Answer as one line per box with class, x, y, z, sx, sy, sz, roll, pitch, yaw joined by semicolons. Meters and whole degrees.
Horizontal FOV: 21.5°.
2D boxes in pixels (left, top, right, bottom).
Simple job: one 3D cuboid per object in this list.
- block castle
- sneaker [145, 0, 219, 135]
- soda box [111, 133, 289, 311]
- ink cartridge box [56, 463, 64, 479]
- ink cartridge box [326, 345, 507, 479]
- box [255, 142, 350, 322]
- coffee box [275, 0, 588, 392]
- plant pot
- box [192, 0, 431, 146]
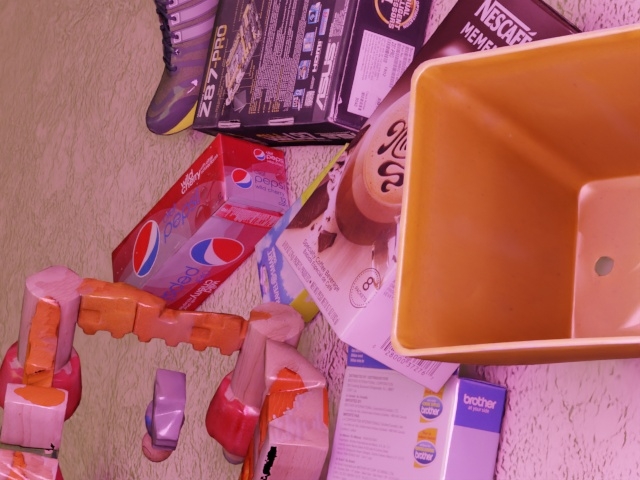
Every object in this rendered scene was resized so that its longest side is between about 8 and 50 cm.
block castle;-0.159;0.252;1.501;0.453;0.303;0.213;-91;13;-50
sneaker;-0.158;-0.270;1.986;0.111;0.121;0.300;34;107;59
soda box;-0.137;-0.006;1.872;0.263;0.083;0.092;-42;44;43
ink cartridge box;-0.359;0.410;1.900;0.226;0.131;0.306;-65;27;20
ink cartridge box;0.071;0.218;1.442;0.185;0.065;0.311;-3;78;60
box;0.000;0.000;1.676;0.178;0.042;0.109;-47;39;40
coffee box;0.115;-0.052;1.361;0.297;0.119;0.168;-53;33;11
plant pot;0.195;-0.009;1.168;0.212;0.187;0.212;-7;71;37
box;0.006;-0.296;1.744;0.318;0.097;0.395;3;80;58
